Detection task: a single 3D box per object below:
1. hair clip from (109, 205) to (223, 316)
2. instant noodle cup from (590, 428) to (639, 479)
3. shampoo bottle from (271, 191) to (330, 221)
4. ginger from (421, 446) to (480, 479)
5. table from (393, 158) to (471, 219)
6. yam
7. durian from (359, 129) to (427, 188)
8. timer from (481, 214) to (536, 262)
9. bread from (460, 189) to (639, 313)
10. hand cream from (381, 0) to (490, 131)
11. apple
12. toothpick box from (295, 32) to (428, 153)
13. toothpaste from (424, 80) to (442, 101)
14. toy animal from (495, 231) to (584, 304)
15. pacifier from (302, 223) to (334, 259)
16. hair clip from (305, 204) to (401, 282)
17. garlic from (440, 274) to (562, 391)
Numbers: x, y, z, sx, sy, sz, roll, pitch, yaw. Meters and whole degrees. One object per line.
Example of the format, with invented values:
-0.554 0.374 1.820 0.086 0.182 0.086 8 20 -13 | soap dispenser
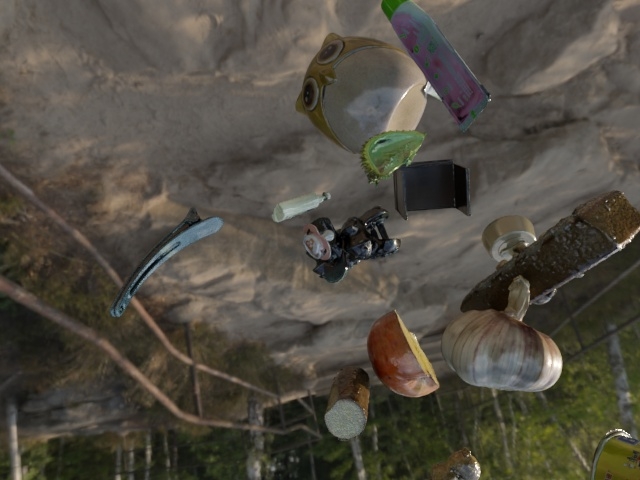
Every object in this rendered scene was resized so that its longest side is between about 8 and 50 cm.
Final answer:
-0.305 0.038 0.942 0.275 0.083 0.048 -51 154 -31 | hair clip
0.591 0.448 0.848 0.205 0.205 0.153 -2 176 -36 | instant noodle cup
-0.034 -0.075 1.012 0.141 0.034 0.049 -23 155 -36 | shampoo bottle
0.346 0.662 1.354 0.204 0.104 0.080 -30 -175 -4 | ginger
0.422 -0.201 1.903 0.251 0.196 0.282 -3 -167 3 | table
0.088 0.475 1.475 0.129 0.128 0.238 -20 -170 15 | yam
0.137 -0.173 1.030 0.100 0.086 0.215 7 -137 46 | durian
0.647 0.063 1.603 0.175 0.266 0.175 -1 131 -1 | timer
0.493 0.057 1.098 0.165 0.113 0.416 -23 160 -36 | bread
0.194 -0.320 0.843 0.050 0.275 0.079 -30 164 1 | hand cream
0.241 0.379 1.553 0.163 0.251 0.293 -31 129 11 | apple
0.140 -0.540 1.818 0.409 0.425 0.409 -44 154 -28 | toothpick box
0.487 -0.525 1.821 0.314 0.058 0.056 17 140 -42 | toothpaste
0.589 0.081 1.340 0.121 0.169 0.233 -41 163 -16 | toy animal
0.000 0.000 1.189 0.078 0.099 0.081 -31 163 -32 | pacifier
0.080 0.024 1.475 0.206 0.194 0.310 -4 157 -46 | hair clip
0.394 0.195 1.049 0.245 0.253 0.245 12 -176 -1 | garlic
